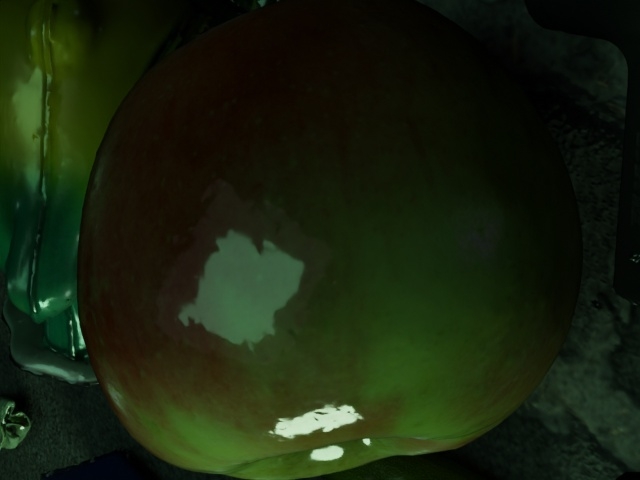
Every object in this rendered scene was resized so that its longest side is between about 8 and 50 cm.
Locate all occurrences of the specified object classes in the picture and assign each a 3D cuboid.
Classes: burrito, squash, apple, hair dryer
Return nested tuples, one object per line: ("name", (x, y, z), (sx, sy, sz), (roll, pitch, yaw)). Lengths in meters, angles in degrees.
("burrito", (-0.396, 0.231, 1.219), (0.118, 0.044, 0.074), (-19, 91, 46))
("squash", (0.069, 0.192, 0.769), (0.252, 0.066, 0.066), (20, 114, 37))
("apple", (0.000, 0.000, 0.619), (0.319, 0.319, 0.277), (-27, 65, 43))
("hair dryer", (0.215, -0.073, 0.568), (0.197, 0.089, 0.251), (20, 123, 35))

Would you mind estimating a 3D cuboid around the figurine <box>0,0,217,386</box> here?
("figurine", (-0.193, -0.070, 0.814), (0.231, 0.324, 0.340), (7, 119, 1))

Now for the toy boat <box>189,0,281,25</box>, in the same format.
("toy boat", (-0.094, -0.245, 0.808), (0.210, 0.052, 0.104), (51, 128, 21))

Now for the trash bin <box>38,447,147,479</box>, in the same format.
("trash bin", (-0.204, 0.355, 1.007), (0.234, 0.162, 0.184), (42, 126, 33))

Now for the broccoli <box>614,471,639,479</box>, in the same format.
("broccoli", (0.216, 0.261, 0.532), (0.247, 0.243, 0.263), (45, 134, 17))
